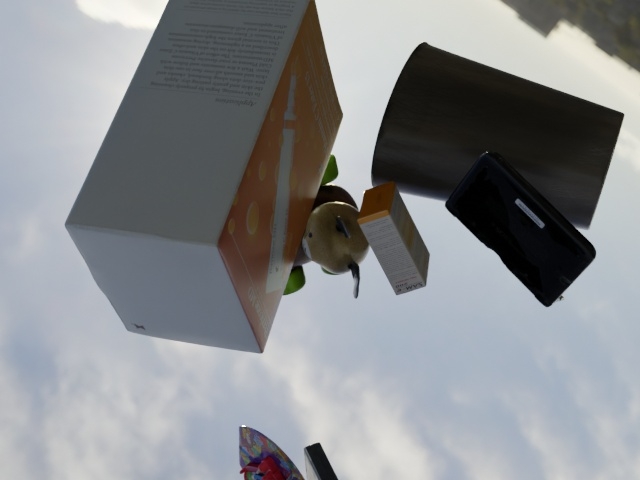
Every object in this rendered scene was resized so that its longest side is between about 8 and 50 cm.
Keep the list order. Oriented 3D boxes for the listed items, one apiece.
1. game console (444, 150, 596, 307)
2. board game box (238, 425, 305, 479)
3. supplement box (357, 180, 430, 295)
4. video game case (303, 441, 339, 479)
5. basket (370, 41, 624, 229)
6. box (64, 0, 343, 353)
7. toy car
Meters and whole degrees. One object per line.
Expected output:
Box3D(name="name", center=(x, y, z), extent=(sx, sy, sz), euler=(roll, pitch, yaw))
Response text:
Box3D(name="game console", center=(0.170, -0.011, 0.966), extent=(0.122, 0.107, 0.071), euler=(46, -135, 13))
Box3D(name="board game box", center=(-0.080, 0.339, 1.652), extent=(0.133, 0.168, 0.033), euler=(36, -125, 26))
Box3D(name="supplement box", center=(0.076, -0.002, 1.195), extent=(0.098, 0.036, 0.062), euler=(61, -157, -25))
Box3D(name="video game case", center=(0.047, 0.392, 1.333), extent=(0.196, 0.026, 0.274), euler=(86, 160, -44))
Box3D(name="basket", center=(0.192, -0.103, 1.234), extent=(0.227, 0.154, 0.204), euler=(17, -146, 12))
Box3D(name="box", center=(-0.111, -0.084, 1.280), extent=(0.168, 0.345, 0.215), euler=(8, 148, 17))
Box3D(name="toy car", center=(0.000, 0.000, 1.414), extent=(0.188, 0.149, 0.155), euler=(-139, 31, -62))
